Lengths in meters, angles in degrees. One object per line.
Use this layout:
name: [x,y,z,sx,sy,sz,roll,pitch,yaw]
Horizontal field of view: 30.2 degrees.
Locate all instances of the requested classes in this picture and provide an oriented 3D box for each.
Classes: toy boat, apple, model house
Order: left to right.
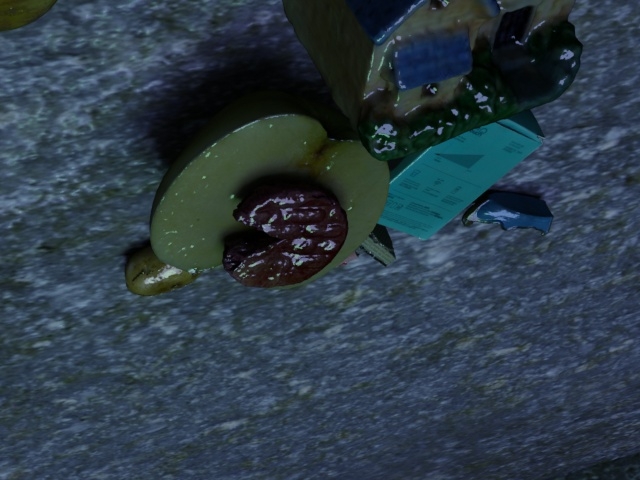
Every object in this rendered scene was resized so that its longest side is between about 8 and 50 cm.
apple: [-0.072,-0.078,1.908,0.360,0.311,0.320,-52,175,30]
model house: [0.184,-0.365,1.596,0.382,0.335,0.343,-16,149,-22]
toy boat: [0.368,-0.047,2.327,0.185,0.075,0.077,7,130,-28]

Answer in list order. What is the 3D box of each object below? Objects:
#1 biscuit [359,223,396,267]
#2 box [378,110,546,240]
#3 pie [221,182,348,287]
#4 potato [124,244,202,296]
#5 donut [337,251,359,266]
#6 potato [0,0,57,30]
biscuit: [0.068,-0.040,2.161,0.040,0.121,0.199,-32,143,18]
box: [0.207,-0.149,2.077,0.205,0.118,0.311,15,134,-42]
pie: [-0.058,-0.008,1.887,0.204,0.054,0.219,10,130,-32]
potato: [-0.277,0.048,2.167,0.170,0.080,0.107,-15,133,-3]
donut: [0.000,0.000,2.236,0.117,0.065,0.166,-26,144,8]
potato: [-0.388,-0.374,1.478,0.176,0.141,0.298,4,140,-14]
